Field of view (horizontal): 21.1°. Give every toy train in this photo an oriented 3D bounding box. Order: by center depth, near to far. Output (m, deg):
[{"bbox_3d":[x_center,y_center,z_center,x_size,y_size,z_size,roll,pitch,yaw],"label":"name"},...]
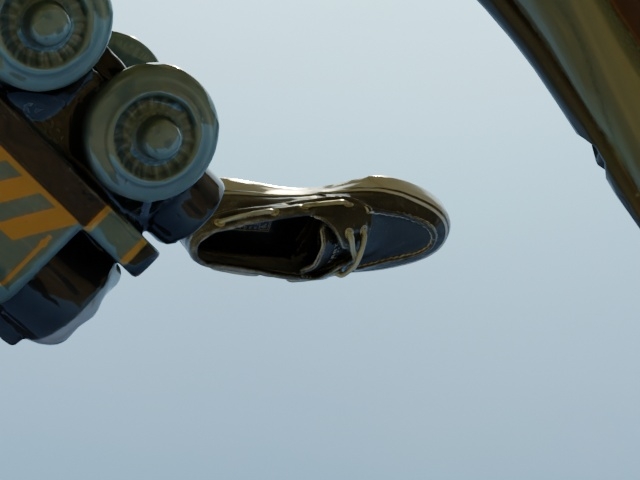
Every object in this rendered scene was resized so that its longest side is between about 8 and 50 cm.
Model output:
[{"bbox_3d":[-0.202,-0.088,0.922,0.190,0.334,0.142,-45,-150,-4],"label":"toy train"}]

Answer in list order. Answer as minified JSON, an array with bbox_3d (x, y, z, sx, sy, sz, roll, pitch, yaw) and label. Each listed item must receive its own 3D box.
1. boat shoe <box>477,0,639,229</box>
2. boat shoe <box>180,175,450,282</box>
[{"bbox_3d":[0.110,-0.063,0.352,0.324,0.120,0.122,46,-146,5],"label":"boat shoe"},{"bbox_3d":[0.000,0.000,1.274,0.219,0.078,0.070,0,-150,-20],"label":"boat shoe"}]
